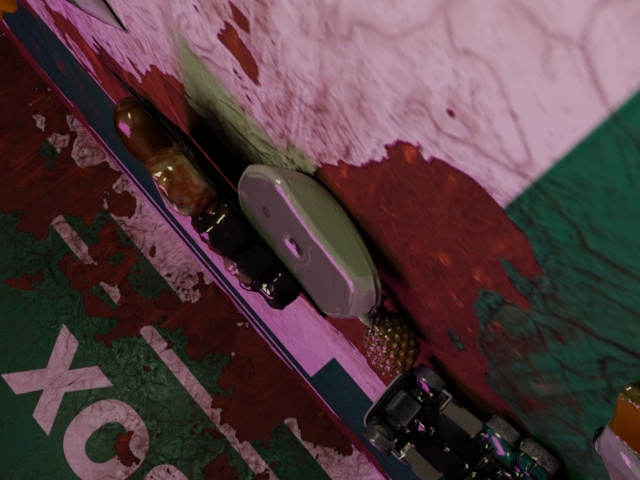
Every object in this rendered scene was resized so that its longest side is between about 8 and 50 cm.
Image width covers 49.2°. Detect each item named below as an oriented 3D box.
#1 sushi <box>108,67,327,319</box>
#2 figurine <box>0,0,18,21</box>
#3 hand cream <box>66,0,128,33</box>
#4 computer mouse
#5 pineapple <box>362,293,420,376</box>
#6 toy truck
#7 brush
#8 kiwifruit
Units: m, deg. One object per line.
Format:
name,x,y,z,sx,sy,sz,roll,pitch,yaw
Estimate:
sushi,-0.114,-0.015,0.805,0.320,0.069,0.339,49,180,3
figurine,-0.436,-0.383,0.806,0.215,0.187,0.344,63,173,-2
hand cream,-0.295,-0.301,0.829,0.084,0.053,0.142,35,171,47
computer mouse,0.000,0.000,0.628,0.181,0.056,0.089,51,150,9
pineapple,0.050,0.072,0.678,0.124,0.058,0.058,56,166,-21
toy truck,0.145,0.221,0.674,0.116,0.110,0.216,46,172,-39
brush,0.224,0.191,0.500,0.085,0.020,0.336,41,165,34
kiwifruit,-0.272,-0.166,1.074,0.075,0.075,0.124,41,168,36
